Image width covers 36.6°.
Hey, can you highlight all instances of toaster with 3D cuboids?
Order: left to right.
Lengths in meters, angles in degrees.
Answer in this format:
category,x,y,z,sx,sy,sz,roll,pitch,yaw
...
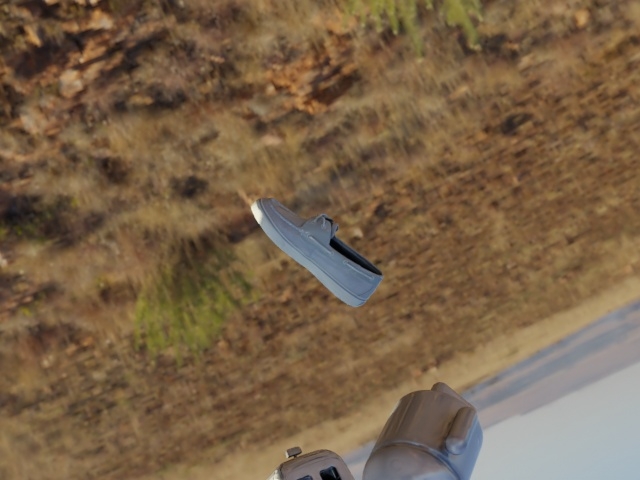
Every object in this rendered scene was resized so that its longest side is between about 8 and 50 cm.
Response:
category,x,y,z,sx,sy,sz,roll,pitch,yaw
toaster,-0.004,0.412,1.391,0.129,0.227,0.146,-13,149,-25

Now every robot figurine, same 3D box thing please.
category,x,y,z,sx,sy,sz,roll,pitch,yaw
robot figurine,0.206,0.440,1.943,0.300,0.200,0.353,-54,180,39

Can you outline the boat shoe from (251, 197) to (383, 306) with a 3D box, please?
category,x,y,z,sx,sy,sz,roll,pitch,yaw
boat shoe,0.000,0.001,1.465,0.081,0.227,0.079,-47,-175,19
